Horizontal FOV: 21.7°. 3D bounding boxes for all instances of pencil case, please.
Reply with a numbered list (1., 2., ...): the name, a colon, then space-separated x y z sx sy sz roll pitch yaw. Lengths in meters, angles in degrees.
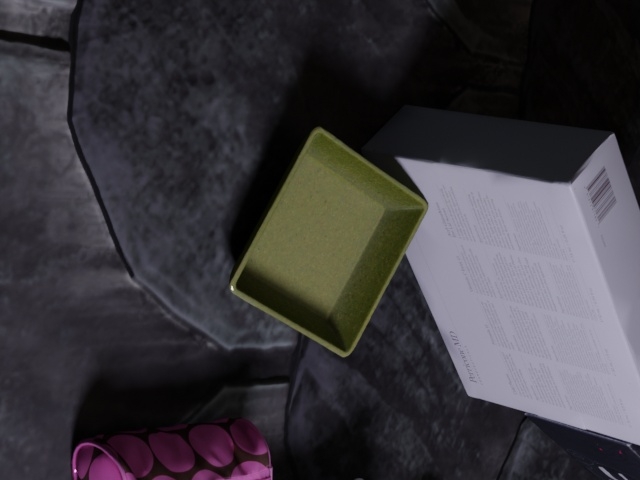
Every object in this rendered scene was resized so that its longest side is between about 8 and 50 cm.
1. pencil case: -0.137 0.225 1.612 0.209 0.098 0.095 -6 103 -46

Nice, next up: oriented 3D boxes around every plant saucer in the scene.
1. plant saucer: 0.000 0.000 1.721 0.188 0.045 0.188 33 83 -40

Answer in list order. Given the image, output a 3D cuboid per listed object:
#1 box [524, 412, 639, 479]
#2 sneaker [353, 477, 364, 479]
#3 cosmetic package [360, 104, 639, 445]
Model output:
1. box: 0.410 0.235 2.127 0.270 0.165 0.143 41 70 -42
2. sneaker: -0.039 0.320 1.728 0.323 0.130 0.236 52 52 -34
3. cosmetic package: 0.232 0.039 1.817 0.097 0.284 0.377 -47 129 -30
